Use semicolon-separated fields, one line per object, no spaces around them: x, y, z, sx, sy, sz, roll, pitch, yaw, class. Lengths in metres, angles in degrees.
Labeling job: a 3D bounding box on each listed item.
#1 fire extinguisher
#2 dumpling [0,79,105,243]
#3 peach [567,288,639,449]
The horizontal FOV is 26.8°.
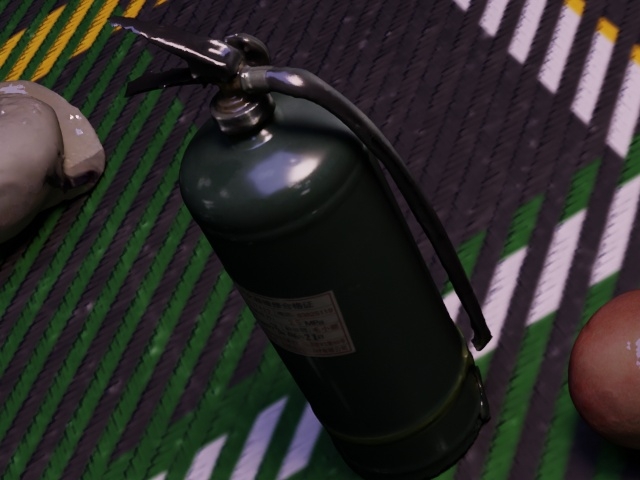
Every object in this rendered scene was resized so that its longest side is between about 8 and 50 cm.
0.000;0.000;0.647;0.118;0.294;0.093;-1;48;27;fire extinguisher
-0.253;-0.054;0.986;0.176;0.092;0.150;-36;45;-8;dumpling
0.160;0.063;0.657;0.083;0.083;0.083;-15;44;15;peach
